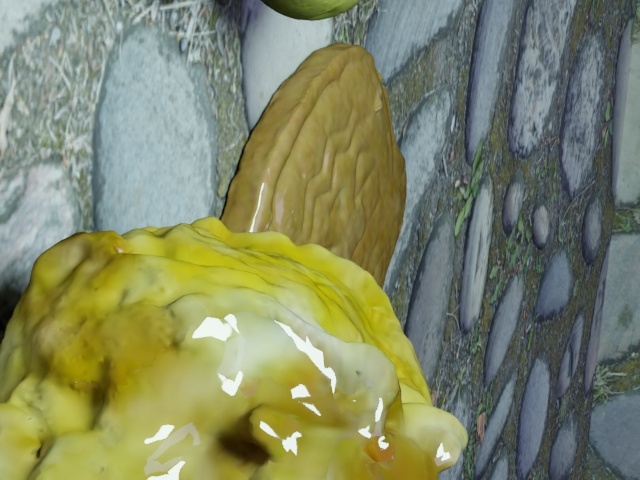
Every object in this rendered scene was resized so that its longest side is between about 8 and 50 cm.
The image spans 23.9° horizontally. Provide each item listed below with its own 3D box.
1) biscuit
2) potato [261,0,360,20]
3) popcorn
[{"bbox_3d":[0.002,0.000,1.544,0.365,0.062,0.385,69,37,-52],"label":"biscuit"},{"bbox_3d":[-0.022,-0.292,1.231,0.143,0.169,0.248,-39,133,-24],"label":"potato"},{"bbox_3d":[-0.081,0.174,1.068,0.390,0.344,0.354,-112,-146,-72],"label":"popcorn"}]
